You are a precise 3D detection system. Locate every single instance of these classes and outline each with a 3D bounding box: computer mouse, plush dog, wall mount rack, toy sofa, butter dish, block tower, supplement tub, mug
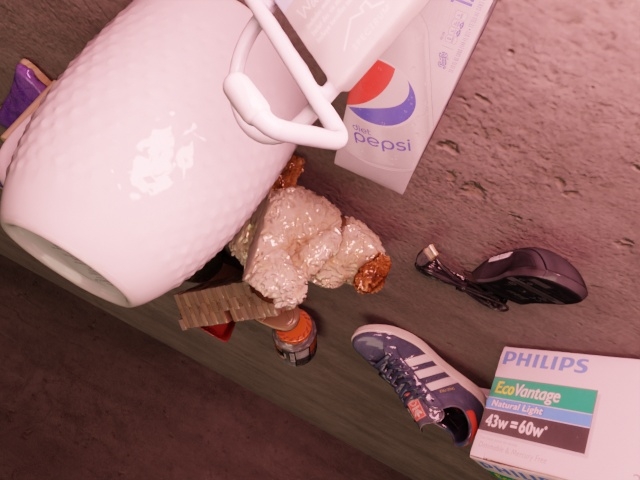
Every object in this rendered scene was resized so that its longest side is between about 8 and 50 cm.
[{"bbox_3d":[0.244,0.034,0.767,0.184,0.060,0.262,26,167,-3],"label":"computer mouse"},{"bbox_3d":[0.000,0.000,0.862,0.226,0.210,0.262,23,-174,-22],"label":"plush dog"},{"bbox_3d":[-0.016,-0.239,0.329,0.350,0.131,0.304,-45,64,30],"label":"wall mount rack"},{"bbox_3d":[-0.591,-0.199,1.079,0.177,0.150,0.363,41,152,-27],"label":"toy sofa"},{"bbox_3d":[-0.303,0.192,1.566,0.160,0.118,0.160,32,-164,-7],"label":"butter dish"},{"bbox_3d":[-0.198,0.132,1.238,0.336,0.091,0.097,-16,97,36],"label":"block tower"},{"bbox_3d":[-0.067,0.254,1.423,0.117,0.117,0.190,23,154,13],"label":"supplement tub"},{"bbox_3d":[-0.245,-0.110,0.679,0.374,0.328,0.276,16,152,25],"label":"mug"}]

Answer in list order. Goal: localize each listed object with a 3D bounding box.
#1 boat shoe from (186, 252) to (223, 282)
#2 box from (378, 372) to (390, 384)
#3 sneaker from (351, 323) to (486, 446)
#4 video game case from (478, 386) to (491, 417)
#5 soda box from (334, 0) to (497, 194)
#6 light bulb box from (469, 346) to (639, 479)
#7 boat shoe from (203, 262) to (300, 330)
[{"bbox_3d":[-0.348,-0.018,1.233,0.120,0.123,0.324,51,-178,42],"label":"boat shoe"},{"bbox_3d":[0.264,0.406,1.460,0.207,0.036,0.114,43,152,-27],"label":"box"},{"bbox_3d":[0.210,0.323,1.186,0.350,0.148,0.131,33,135,-2],"label":"sneaker"},{"bbox_3d":[0.336,0.410,1.349,0.227,0.026,0.206,5,142,25],"label":"video game case"},{"bbox_3d":[0.087,-0.165,0.507,0.091,0.098,0.286,26,155,6],"label":"soda box"},{"bbox_3d":[0.522,0.380,0.925,0.361,0.225,0.358,43,152,-29],"label":"light bulb box"},{"bbox_3d":[-0.168,0.147,1.356,0.285,0.102,0.092,23,159,21],"label":"boat shoe"}]
